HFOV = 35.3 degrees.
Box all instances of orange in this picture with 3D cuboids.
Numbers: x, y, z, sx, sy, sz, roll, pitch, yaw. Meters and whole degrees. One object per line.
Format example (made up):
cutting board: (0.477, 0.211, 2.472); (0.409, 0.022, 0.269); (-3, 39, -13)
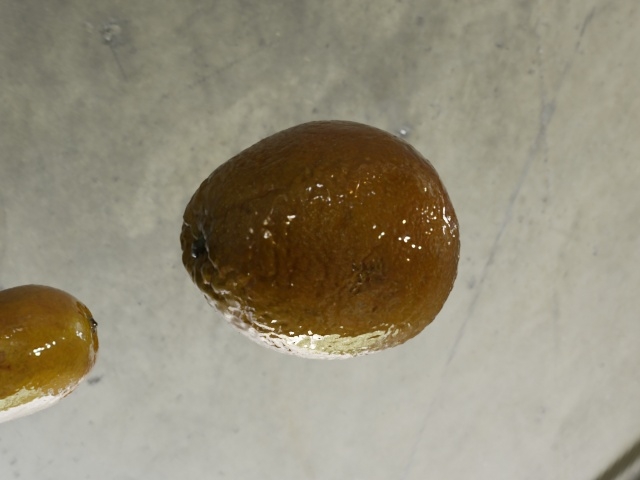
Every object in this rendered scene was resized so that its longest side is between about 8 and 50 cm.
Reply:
orange: (0.000, 0.000, 1.311); (0.356, 0.322, 0.322); (-4, 116, -22)

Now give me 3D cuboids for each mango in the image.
mango: (-0.228, 0.083, 0.704); (0.115, 0.089, 0.165); (-31, 170, 29)
